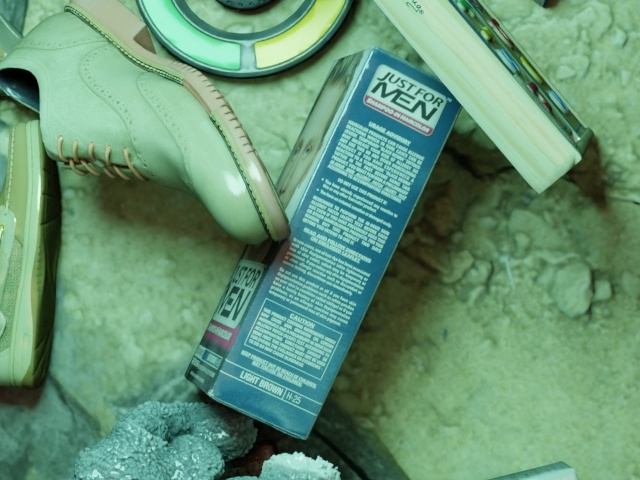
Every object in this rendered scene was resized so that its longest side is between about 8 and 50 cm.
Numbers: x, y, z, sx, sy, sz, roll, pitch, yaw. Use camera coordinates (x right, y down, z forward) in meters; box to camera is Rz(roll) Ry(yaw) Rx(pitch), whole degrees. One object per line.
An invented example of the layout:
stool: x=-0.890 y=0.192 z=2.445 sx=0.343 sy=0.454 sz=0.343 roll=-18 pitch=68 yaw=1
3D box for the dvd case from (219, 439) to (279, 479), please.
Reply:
dvd case: x=-0.135 y=0.316 z=1.738 sx=0.253 sy=0.022 sz=0.180 roll=-19 pitch=82 yaw=2

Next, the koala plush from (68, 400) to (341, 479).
koala plush: x=-0.093 y=0.253 z=1.599 sx=0.221 sy=0.203 sz=0.196 roll=19 pitch=86 yaw=29

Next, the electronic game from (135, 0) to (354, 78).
electronic game: x=-0.075 y=-0.273 z=1.783 sx=0.229 sy=0.048 sz=0.229 roll=0 pitch=84 yaw=3

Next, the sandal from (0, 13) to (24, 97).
sandal: x=-0.376 y=-0.225 z=1.789 sx=0.219 sy=0.060 sz=0.090 roll=43 pitch=88 yaw=6

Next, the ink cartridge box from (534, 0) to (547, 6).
ink cartridge box: x=0.166 y=-0.331 z=1.776 sx=0.207 sy=0.046 sz=0.097 roll=37 pitch=86 yaw=7

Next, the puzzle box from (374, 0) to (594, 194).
puzzle box: x=0.098 y=-0.224 z=1.637 sx=0.052 sy=0.272 sz=0.409 roll=-40 pitch=90 yaw=13

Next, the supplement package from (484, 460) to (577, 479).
supplement package: x=0.127 y=0.299 z=1.665 sx=0.244 sy=0.139 sz=0.134 roll=-14 pitch=85 yaw=1

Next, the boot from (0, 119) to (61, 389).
boot: x=-0.359 y=0.009 z=1.751 sx=0.203 sy=0.095 sz=0.262 roll=3 pitch=88 yaw=5

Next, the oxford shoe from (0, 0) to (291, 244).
oxford shoe: x=-0.166 y=-0.089 z=1.648 sx=0.146 sy=0.140 sz=0.397 roll=-34 pitch=42 yaw=-14

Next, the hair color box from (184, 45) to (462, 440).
hair color box: x=0.000 y=0.000 z=1.678 sx=0.105 sy=0.174 sz=0.347 roll=27 pitch=86 yaw=-11
